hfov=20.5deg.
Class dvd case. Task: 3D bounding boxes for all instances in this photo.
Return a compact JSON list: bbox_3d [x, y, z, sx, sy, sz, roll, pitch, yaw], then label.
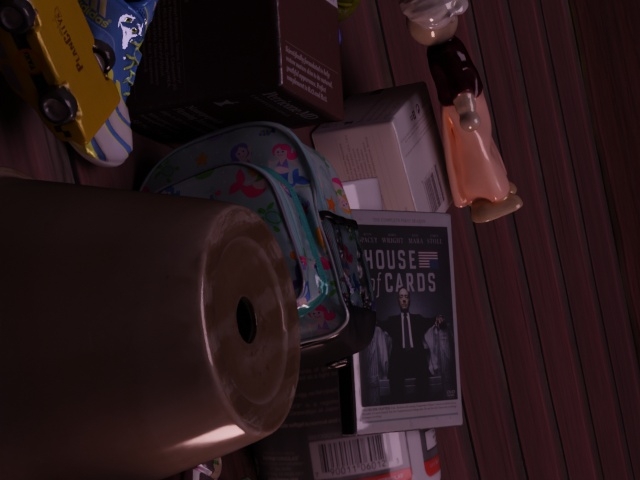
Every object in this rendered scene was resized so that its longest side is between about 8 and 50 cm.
[{"bbox_3d":[0.083,0.087,1.918,0.179,0.029,0.239,1,85,-46],"label":"dvd case"}]

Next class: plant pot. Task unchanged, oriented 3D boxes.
[{"bbox_3d":[-0.181,0.080,1.462,0.323,0.280,0.323,-9,90,-67],"label":"plant pot"}]

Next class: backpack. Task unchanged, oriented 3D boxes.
[{"bbox_3d":[-0.078,0.008,1.818,0.191,0.225,0.253,34,41,-61],"label":"backpack"}]

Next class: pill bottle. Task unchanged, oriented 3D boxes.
[{"bbox_3d":[0.010,0.118,2.010,0.210,0.210,0.363,-11,93,-68],"label":"pill bottle"}]

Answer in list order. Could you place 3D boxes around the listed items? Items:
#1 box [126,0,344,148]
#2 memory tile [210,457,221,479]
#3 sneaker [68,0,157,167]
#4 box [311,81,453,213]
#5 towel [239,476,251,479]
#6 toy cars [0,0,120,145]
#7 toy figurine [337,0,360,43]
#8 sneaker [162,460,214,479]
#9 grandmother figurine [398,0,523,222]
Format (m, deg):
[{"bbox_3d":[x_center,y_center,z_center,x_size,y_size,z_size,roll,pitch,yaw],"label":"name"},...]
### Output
[{"bbox_3d":[-0.102,-0.205,1.856,0.168,0.203,0.167,22,63,-64],"label":"box"},{"bbox_3d":[-0.139,0.225,1.870,0.148,0.012,0.113,36,50,-61],"label":"memory tile"},{"bbox_3d":[-0.204,-0.178,1.695,0.091,0.126,0.240,-68,143,-51],"label":"sneaker"},{"bbox_3d":[0.088,-0.098,2.399,0.181,0.119,0.182,-52,129,-62],"label":"box"},{"bbox_3d":[-0.110,0.321,1.882,0.152,0.023,0.113,-16,105,-66],"label":"towel"},{"bbox_3d":[-0.307,-0.203,1.514,0.393,0.087,0.176,27,60,-60],"label":"toy cars"},{"bbox_3d":[0.016,-0.243,2.145,0.362,0.191,0.217,-126,-138,-69],"label":"toy figurine"},{"bbox_3d":[-0.186,0.243,1.640,0.162,0.106,0.281,22,38,-34],"label":"sneaker"},{"bbox_3d":[0.186,-0.197,2.402,0.208,0.104,0.342,-120,-171,-71],"label":"grandmother figurine"}]
